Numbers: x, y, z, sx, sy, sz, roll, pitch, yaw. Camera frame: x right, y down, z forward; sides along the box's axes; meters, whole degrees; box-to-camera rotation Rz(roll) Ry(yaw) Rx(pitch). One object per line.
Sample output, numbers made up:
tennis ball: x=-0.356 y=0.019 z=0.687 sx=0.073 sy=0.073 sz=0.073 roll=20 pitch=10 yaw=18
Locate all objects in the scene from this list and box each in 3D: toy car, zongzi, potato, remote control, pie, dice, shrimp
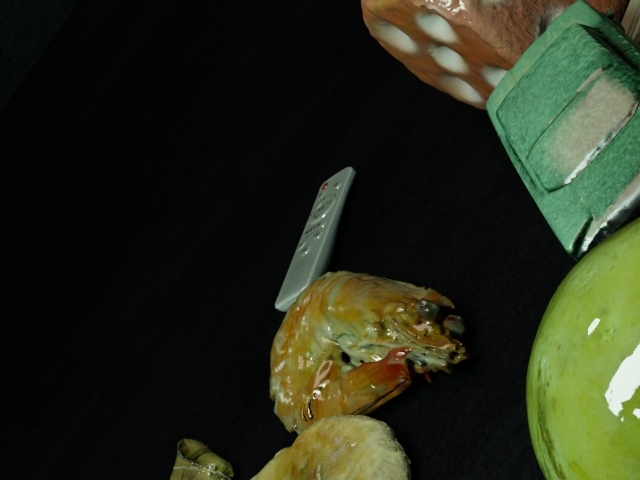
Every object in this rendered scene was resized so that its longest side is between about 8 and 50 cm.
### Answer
toy car: x=0.202 y=-0.093 z=1.358 sx=0.141 sy=0.097 sz=0.321 roll=-49 pitch=20 yaw=13
zongzi: x=-0.115 y=0.228 z=1.652 sx=0.076 sy=0.040 sz=0.083 roll=23 pitch=89 yaw=60
potato: x=0.208 y=0.083 z=0.968 sx=0.216 sy=0.216 sz=0.304 roll=-55 pitch=4 yaw=-4
remote control: x=0.000 y=0.000 z=1.769 sx=0.050 sy=0.027 sz=0.184 roll=-31 pitch=27 yaw=39
pie: x=-0.008 y=0.217 z=1.443 sx=0.218 sy=0.052 sz=0.185 roll=-24 pitch=31 yaw=45
dice: x=0.158 y=-0.225 z=1.599 sx=0.174 sy=0.179 sz=0.175 roll=-60 pitch=19 yaw=-15
shrimp: x=0.037 y=0.096 z=1.528 sx=0.294 sy=0.062 sz=0.154 roll=-8 pitch=61 yaw=62

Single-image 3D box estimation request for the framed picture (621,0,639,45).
framed picture: x=0.337 y=-0.228 z=1.457 sx=0.240 sy=0.020 sz=0.324 roll=-14 pitch=44 yaw=55
